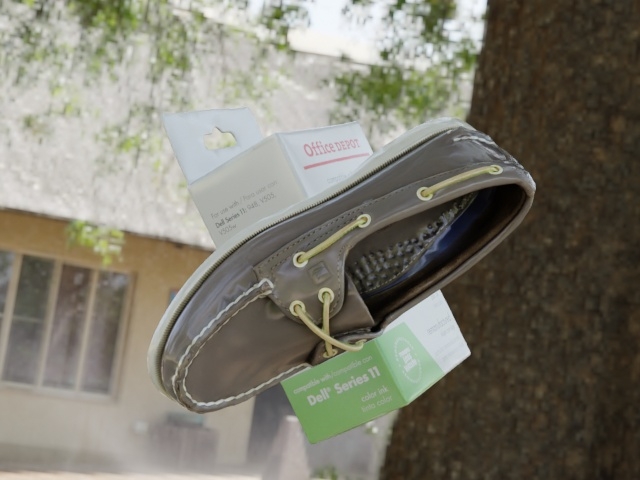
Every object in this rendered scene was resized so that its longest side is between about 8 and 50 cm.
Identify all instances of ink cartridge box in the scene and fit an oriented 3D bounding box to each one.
[{"bbox_3d":[0.000,0.000,1.170,0.119,0.353,0.207,-27,-3,26],"label":"ink cartridge box"}]

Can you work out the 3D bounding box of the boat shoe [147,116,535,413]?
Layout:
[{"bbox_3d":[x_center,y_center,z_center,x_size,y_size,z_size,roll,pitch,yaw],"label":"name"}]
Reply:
[{"bbox_3d":[0.016,0.028,0.879,0.097,0.324,0.116,43,-15,53],"label":"boat shoe"}]
